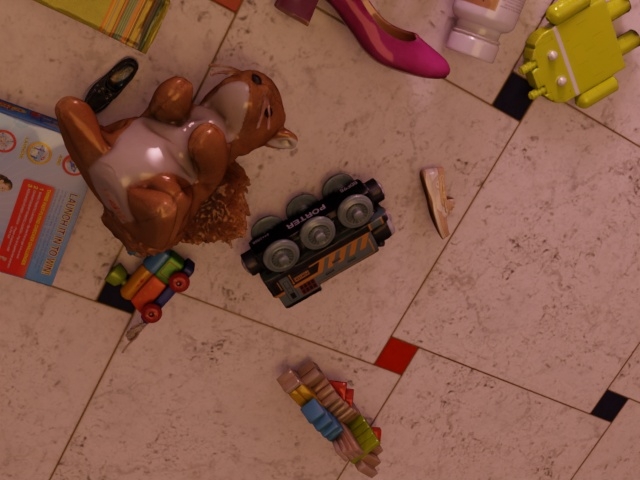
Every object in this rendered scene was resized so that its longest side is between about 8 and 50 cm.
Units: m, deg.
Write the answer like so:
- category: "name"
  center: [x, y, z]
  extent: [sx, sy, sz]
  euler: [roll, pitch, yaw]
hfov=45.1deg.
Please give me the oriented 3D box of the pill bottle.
- category: "pill bottle"
  center: [0.333, -0.473, 1.509]
  extent: [0.131, 0.131, 0.229]
  euler: [13, 108, -20]

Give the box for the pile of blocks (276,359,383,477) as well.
- category: "pile of blocks"
  center: [0.054, 0.411, 1.802]
  extent: [0.113, 0.149, 0.362]
  euler: [-40, 116, 4]

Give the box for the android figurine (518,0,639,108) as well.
- category: "android figurine"
  center: [0.546, -0.401, 1.641]
  extent: [0.273, 0.056, 0.248]
  euler: [-30, 117, -3]

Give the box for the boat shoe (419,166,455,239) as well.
- category: "boat shoe"
  center: [0.267, -0.083, 1.695]
  extent: [0.059, 0.063, 0.170]
  euler: [-19, 115, 0]

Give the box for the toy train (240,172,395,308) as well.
- category: "toy train"
  center: [0.000, 0.000, 1.629]
  extent: [0.334, 0.142, 0.190]
  euler: [-31, 129, -3]

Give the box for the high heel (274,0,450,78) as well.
- category: "high heel"
  center: [0.112, -0.445, 1.459]
  extent: [0.377, 0.127, 0.181]
  euler: [20, 116, -18]

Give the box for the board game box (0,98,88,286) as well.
- category: "board game box"
  center: [-0.604, -0.102, 1.443]
  extent: [0.302, 0.086, 0.308]
  euler: [19, 106, -22]

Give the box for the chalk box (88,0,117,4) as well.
- category: "chalk box"
  center: [-0.446, -0.482, 1.297]
  extent: [0.213, 0.132, 0.132]
  euler: [2, 113, -16]

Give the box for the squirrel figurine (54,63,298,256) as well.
- category: "squirrel figurine"
  center: [-0.234, -0.152, 1.443]
  extent: [0.370, 0.281, 0.397]
  euler: [-40, 161, -26]

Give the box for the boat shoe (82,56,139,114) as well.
- category: "boat shoe"
  center: [-0.396, -0.288, 1.444]
  extent: [0.142, 0.040, 0.049]
  euler: [-46, 116, 7]

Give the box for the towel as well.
- category: "towel"
  center: [-0.375, -0.402, 1.265]
  extent: [0.237, 0.021, 0.102]
  euler: [22, 105, -21]

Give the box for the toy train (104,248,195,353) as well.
- category: "toy train"
  center: [-0.386, 0.107, 1.588]
  extent: [0.143, 0.105, 0.248]
  euler: [41, 98, -15]
